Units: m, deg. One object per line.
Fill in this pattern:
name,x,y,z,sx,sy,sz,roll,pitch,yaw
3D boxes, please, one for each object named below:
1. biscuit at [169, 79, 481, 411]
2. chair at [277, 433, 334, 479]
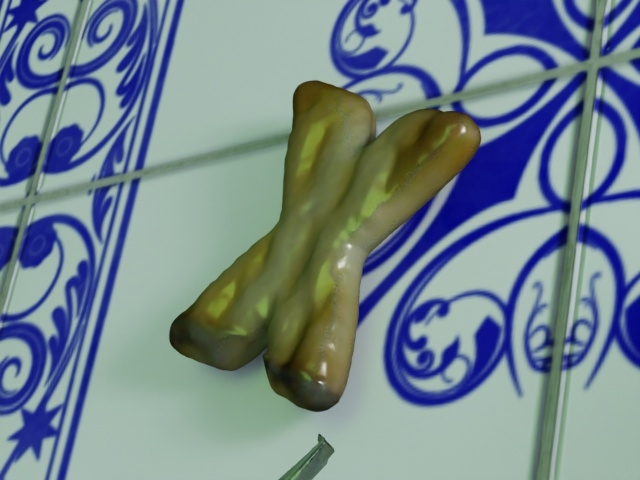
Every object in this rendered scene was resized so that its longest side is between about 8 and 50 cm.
biscuit,0.001,0.000,1.179,0.164,0.047,0.208,19,76,46
chair,-0.015,0.280,0.920,0.274,0.190,0.203,-41,41,1
